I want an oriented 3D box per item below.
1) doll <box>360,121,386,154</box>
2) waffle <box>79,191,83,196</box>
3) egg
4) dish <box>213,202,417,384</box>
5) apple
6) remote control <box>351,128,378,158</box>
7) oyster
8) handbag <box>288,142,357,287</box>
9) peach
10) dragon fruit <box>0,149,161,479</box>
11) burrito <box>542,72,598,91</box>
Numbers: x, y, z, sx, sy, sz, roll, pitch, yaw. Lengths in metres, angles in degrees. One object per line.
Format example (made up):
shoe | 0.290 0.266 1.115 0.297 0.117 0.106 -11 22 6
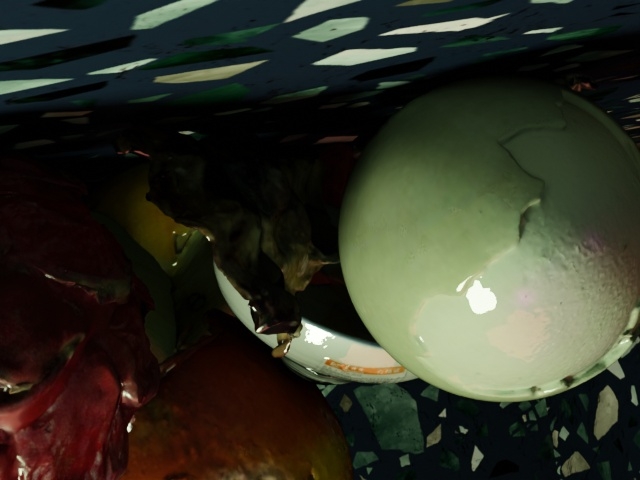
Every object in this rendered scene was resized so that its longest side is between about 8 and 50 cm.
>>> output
doll | 0.125 -0.072 1.496 0.155 0.113 0.275 -42 161 16
waffle | -0.326 -0.039 1.736 0.238 0.058 0.243 -6 179 32
egg | 0.152 0.000 1.155 0.278 0.278 0.336 -9 -171 4
dish | 0.006 0.079 1.384 0.273 0.133 0.273 19 -154 -9
apple | -0.155 0.020 1.532 0.254 0.179 0.346 2 150 -1
remote control | 0.121 -0.114 1.612 0.072 0.042 0.222 -12 177 39
oyster | -0.044 -0.014 1.202 0.096 0.221 0.361 -28 175 13
handbag | 0.000 0.000 1.672 0.135 0.225 0.146 -21 -173 45
peach | -0.162 0.254 1.402 0.417 0.353 0.339 13 136 -42
dragon fruit | -0.278 0.076 1.025 0.329 0.329 0.329 -9 179 0
burrito | 0.185 -0.129 1.306 0.051 0.042 0.171 -5 180 -42
